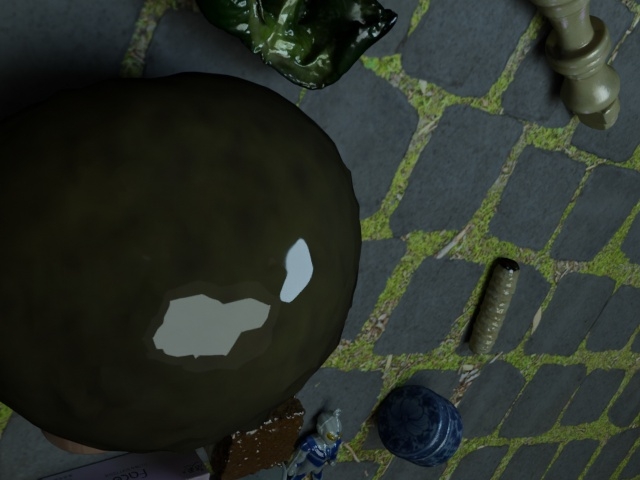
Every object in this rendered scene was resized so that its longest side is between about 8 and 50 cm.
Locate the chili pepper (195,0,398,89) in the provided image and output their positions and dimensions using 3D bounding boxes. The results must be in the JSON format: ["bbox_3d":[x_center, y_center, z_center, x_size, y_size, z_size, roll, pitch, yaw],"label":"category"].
[{"bbox_3d":[-0.052,-0.285,0.883,0.264,0.116,0.148,22,116,-45],"label":"chili pepper"}]

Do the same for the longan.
[{"bbox_3d":[-0.157,0.020,0.798,0.436,0.404,0.404,-13,127,-34],"label":"longan"}]

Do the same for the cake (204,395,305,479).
[{"bbox_3d":[-0.120,0.269,1.186,0.135,0.147,0.134,-8,128,-36],"label":"cake"}]

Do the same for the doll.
[{"bbox_3d":[-0.007,0.404,1.449,0.114,0.057,0.227,-3,123,-33],"label":"doll"}]

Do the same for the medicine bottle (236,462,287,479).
[{"bbox_3d":[-0.121,0.489,1.358,0.139,0.139,0.236,-15,129,-30],"label":"medicine bottle"}]

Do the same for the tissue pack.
[{"bbox_3d":[-0.307,0.415,1.188,0.246,0.092,0.148,-9,124,-34],"label":"tissue pack"}]

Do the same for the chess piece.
[{"bbox_3d":[0.414,-0.308,1.228,0.117,0.117,0.397,-45,139,-3],"label":"chess piece"}]

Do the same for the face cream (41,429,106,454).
[{"bbox_3d":[-0.292,0.186,0.990,0.149,0.149,0.104,-16,129,-30],"label":"face cream"}]

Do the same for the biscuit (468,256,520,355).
[{"bbox_3d":[0.349,0.133,1.537,0.055,0.061,0.219,16,116,4],"label":"biscuit"}]

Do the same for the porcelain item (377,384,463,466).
[{"bbox_3d":[0.195,0.365,1.514,0.147,0.147,0.114,-51,135,3],"label":"porcelain item"}]
